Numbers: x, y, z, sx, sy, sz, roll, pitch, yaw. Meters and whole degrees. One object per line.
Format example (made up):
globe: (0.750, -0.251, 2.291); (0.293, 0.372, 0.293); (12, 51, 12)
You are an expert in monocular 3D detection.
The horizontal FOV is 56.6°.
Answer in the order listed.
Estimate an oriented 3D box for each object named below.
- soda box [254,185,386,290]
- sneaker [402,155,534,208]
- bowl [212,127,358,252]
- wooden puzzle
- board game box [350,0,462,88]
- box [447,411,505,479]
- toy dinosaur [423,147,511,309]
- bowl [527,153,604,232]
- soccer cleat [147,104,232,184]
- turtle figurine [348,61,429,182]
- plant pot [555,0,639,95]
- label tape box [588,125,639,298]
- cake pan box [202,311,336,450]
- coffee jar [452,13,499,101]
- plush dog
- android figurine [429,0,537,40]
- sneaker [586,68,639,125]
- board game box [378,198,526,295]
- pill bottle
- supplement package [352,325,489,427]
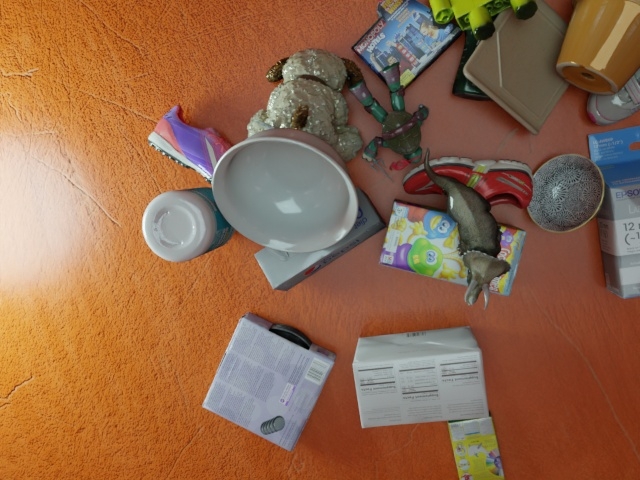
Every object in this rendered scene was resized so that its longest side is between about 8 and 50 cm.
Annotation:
soda box: (0.000, 0.000, 1.344); (0.286, 0.091, 0.098); (-33, 75, 11)
sneaker: (0.316, -0.109, 1.272); (0.279, 0.107, 0.118); (0, 72, 8)
bowl: (-0.062, -0.123, 1.223); (0.298, 0.134, 0.297); (6, 135, 6)
wooden puzzle: (0.425, -0.372, 1.227); (0.221, 0.044, 0.238); (33, 85, -19)
board game box: (0.170, -0.450, 1.291); (0.194, 0.060, 0.194); (-43, 89, 11)
box: (0.365, 0.496, 1.390); (0.105, 0.043, 0.179); (-12, 93, 9)
toy dinosaur: (0.290, -0.040, 1.131); (0.121, 0.160, 0.313); (-15, 92, 7)
bowl: (0.534, -0.092, 1.261); (0.080, 0.170, 0.170); (13, 102, -39)
soccer cleat: (-0.236, -0.188, 1.360); (0.318, 0.108, 0.116); (32, 90, 3)
turtle figurine: (0.162, -0.243, 1.257); (0.175, 0.118, 0.234); (-31, 110, -7)
plant pot: (0.562, -0.395, 1.153); (0.205, 0.205, 0.187); (29, 94, 3)
label tape box: (0.719, -0.072, 1.237); (0.249, 0.115, 0.347); (-9, 97, 9)
cake pan box: (-0.121, 0.332, 1.424); (0.246, 0.070, 0.266); (24, 100, 2)
coffee jar: (0.344, -0.395, 1.264); (0.096, 0.079, 0.184); (9, 98, 3)
plush dog: (-0.026, -0.314, 1.286); (0.263, 0.210, 0.225); (9, 72, 5)
android figurine: (0.337, -0.535, 1.198); (0.248, 0.056, 0.272); (-20, 61, 26)
sneaker: (0.664, -0.331, 1.211); (0.252, 0.111, 0.103); (-38, 91, 10)
board game box: (0.278, 0.009, 1.290); (0.276, 0.144, 0.142); (14, 98, 5)
pill bottle: (-0.269, -0.042, 1.297); (0.146, 0.264, 0.146); (1, 98, 8)
supplement package: (0.215, 0.294, 1.303); (0.262, 0.204, 0.145); (-7, 95, 8)
